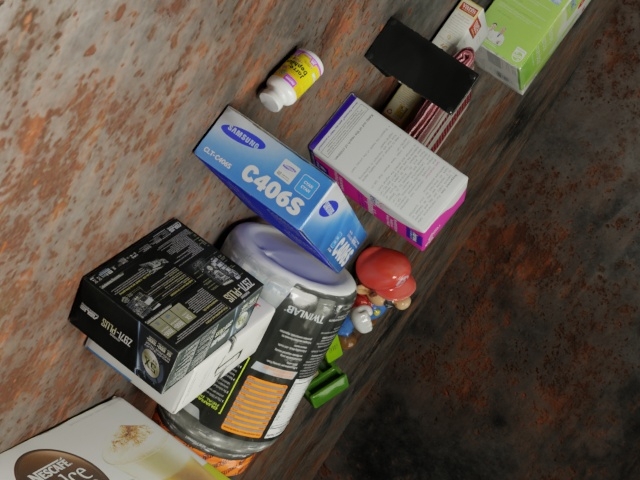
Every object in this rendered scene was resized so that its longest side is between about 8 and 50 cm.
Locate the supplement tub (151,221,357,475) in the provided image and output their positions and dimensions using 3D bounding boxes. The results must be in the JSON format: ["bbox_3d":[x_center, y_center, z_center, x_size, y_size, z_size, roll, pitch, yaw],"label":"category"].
[{"bbox_3d":[-0.106,0.161,1.802,0.338,0.207,0.207,-61,166,18],"label":"supplement tub"}]

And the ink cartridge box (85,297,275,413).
[{"bbox_3d":[-0.176,0.112,1.592,0.203,0.148,0.086,-36,157,-56],"label":"ink cartridge box"}]

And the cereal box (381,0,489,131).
[{"bbox_3d":[0.199,-0.287,2.117,0.240,0.047,0.173,-54,168,3],"label":"cereal box"}]

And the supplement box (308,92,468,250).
[{"bbox_3d":[0.102,-0.101,1.865,0.114,0.220,0.111,-52,167,-11],"label":"supplement box"}]

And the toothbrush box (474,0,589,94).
[{"bbox_3d":[0.410,-0.438,2.321,0.283,0.122,0.206,-55,168,-1],"label":"toothbrush box"}]

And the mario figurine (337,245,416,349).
[{"bbox_3d":[0.129,0.143,2.713,0.320,0.170,0.198,121,-23,-57],"label":"mario figurine"}]

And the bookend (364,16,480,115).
[{"bbox_3d":[0.161,-0.247,1.843,0.072,0.156,0.157,-55,168,6],"label":"bookend"}]

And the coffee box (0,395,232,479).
[{"bbox_3d":[-0.303,0.467,1.648,0.338,0.334,0.338,-60,165,19],"label":"coffee box"}]

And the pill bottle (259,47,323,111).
[{"bbox_3d":[-0.037,-0.195,1.518,0.083,0.043,0.043,-49,166,-24],"label":"pill bottle"}]

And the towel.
[{"bbox_3d":[0.189,-0.194,2.146,0.237,0.037,0.329,-54,171,-3],"label":"towel"}]

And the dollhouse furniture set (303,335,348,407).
[{"bbox_3d":[-0.117,0.261,2.402,0.301,0.151,0.197,-32,140,-15],"label":"dollhouse furniture set"}]

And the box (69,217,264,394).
[{"bbox_3d":[-0.181,0.074,1.477,0.180,0.147,0.077,-39,161,-50],"label":"box"}]

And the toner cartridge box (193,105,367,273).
[{"bbox_3d":[-0.041,-0.056,1.601,0.075,0.165,0.348,-54,168,-3],"label":"toner cartridge box"}]
